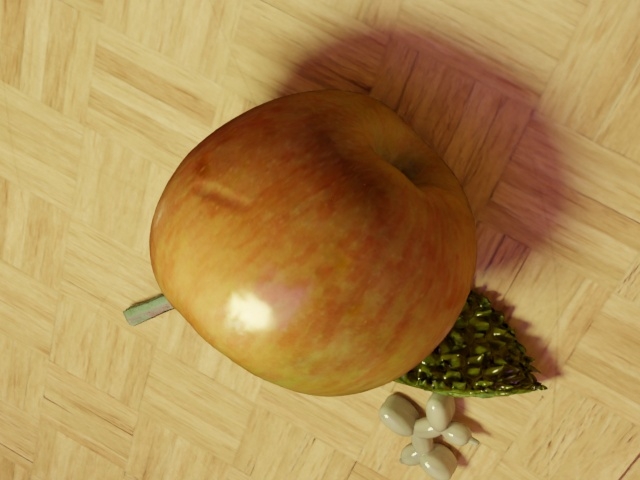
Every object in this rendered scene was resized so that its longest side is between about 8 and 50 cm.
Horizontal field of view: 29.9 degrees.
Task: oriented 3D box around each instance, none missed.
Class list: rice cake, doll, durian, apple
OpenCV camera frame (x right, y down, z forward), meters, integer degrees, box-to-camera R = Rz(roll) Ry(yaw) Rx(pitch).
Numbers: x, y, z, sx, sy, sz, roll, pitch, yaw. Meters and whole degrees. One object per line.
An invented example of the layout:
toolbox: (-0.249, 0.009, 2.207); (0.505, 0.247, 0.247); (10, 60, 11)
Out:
rice cake: (-0.251, 0.102, 1.973); (0.208, 0.033, 0.033); (-21, 103, 39)
doll: (0.168, 0.305, 1.869); (0.161, 0.059, 0.160); (-18, 113, 39)
durian: (0.133, 0.139, 1.750); (0.394, 0.163, 0.198); (6, 167, 33)
apple: (0.000, 0.000, 1.504); (0.391, 0.391, 0.346); (41, 110, -5)
